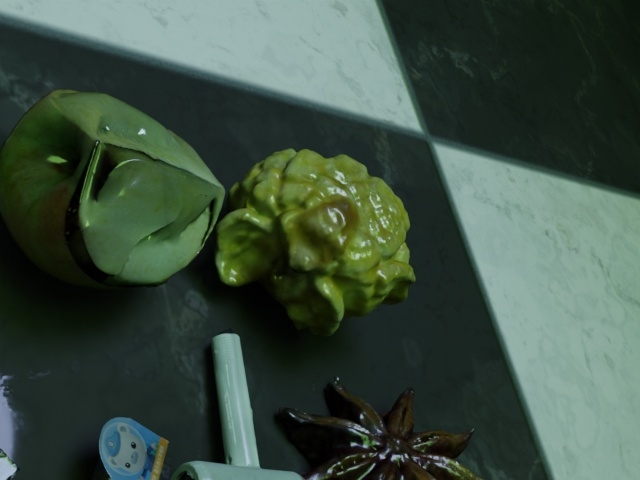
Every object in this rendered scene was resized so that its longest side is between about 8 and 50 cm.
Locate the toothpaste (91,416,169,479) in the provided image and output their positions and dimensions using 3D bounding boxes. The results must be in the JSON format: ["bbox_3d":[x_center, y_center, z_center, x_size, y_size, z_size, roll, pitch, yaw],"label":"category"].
[{"bbox_3d":[-0.189,0.241,0.831,0.070,0.044,0.193,37,31,-21],"label":"toothpaste"}]

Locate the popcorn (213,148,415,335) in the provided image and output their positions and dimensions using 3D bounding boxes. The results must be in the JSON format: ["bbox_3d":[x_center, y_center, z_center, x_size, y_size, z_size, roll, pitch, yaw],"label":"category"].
[{"bbox_3d":[-0.007,0.005,1.118,0.235,0.181,0.217,51,39,3],"label":"popcorn"}]

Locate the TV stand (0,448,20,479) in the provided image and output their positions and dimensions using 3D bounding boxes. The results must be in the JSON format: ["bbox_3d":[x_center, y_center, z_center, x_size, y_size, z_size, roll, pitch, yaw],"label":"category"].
[{"bbox_3d":[-0.339,0.231,0.664,0.082,0.088,0.269,49,38,-5],"label":"TV stand"}]

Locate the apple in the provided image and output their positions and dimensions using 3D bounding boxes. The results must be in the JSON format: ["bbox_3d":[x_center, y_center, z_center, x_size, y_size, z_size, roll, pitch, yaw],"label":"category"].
[{"bbox_3d":[-0.211,-0.045,0.949,0.188,0.174,0.207,25,41,-60],"label":"apple"}]

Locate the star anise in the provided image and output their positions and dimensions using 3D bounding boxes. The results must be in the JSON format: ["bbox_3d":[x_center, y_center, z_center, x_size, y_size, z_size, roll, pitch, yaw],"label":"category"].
[{"bbox_3d":[0.072,0.263,1.073,0.272,0.102,0.272,15,30,-8],"label":"star anise"}]

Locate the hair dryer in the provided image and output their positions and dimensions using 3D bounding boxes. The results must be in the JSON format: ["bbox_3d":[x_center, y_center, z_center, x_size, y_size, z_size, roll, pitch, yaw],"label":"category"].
[{"bbox_3d":[-0.092,0.188,0.981,0.131,0.073,0.236,20,46,-35],"label":"hair dryer"}]
